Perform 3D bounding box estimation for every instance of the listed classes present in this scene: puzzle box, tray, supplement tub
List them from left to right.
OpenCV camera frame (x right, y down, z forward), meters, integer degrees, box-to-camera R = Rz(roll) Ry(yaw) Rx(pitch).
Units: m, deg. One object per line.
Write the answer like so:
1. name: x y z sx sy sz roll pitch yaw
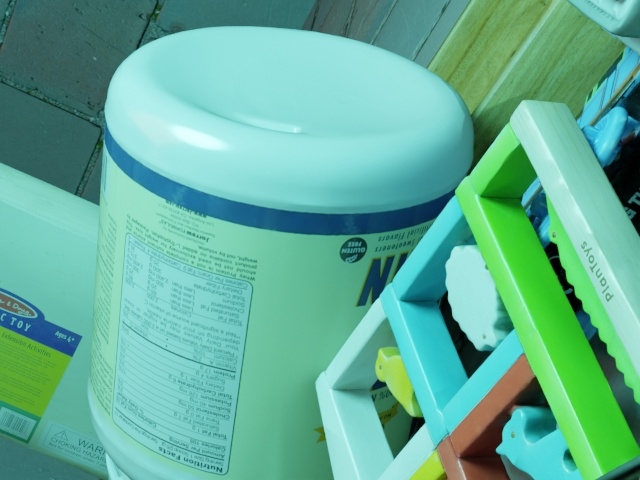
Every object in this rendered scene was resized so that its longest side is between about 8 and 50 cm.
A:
1. puzzle box: -0.184 0.104 1.146 0.272 0.408 0.052 -58 12 35
2. supplement tub: -0.036 0.041 0.861 0.235 0.235 0.325 -85 3 -62
3. tray: 0.113 -0.078 0.986 0.203 0.076 0.411 -77 14 -46

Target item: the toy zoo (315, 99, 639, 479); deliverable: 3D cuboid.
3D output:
1. toy zoo: 0.075 0.098 0.640 0.293 0.030 0.192 -58 41 42

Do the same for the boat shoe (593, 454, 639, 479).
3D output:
1. boat shoe: 0.137 0.101 0.439 0.228 0.068 0.081 125 165 -49

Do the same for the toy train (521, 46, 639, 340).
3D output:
1. toy train: 0.149 -0.021 0.661 0.184 0.080 0.105 -58 4 43

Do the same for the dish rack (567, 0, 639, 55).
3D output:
1. dish rack: 0.153 -0.225 0.544 0.333 0.072 0.286 -79 3 -73
